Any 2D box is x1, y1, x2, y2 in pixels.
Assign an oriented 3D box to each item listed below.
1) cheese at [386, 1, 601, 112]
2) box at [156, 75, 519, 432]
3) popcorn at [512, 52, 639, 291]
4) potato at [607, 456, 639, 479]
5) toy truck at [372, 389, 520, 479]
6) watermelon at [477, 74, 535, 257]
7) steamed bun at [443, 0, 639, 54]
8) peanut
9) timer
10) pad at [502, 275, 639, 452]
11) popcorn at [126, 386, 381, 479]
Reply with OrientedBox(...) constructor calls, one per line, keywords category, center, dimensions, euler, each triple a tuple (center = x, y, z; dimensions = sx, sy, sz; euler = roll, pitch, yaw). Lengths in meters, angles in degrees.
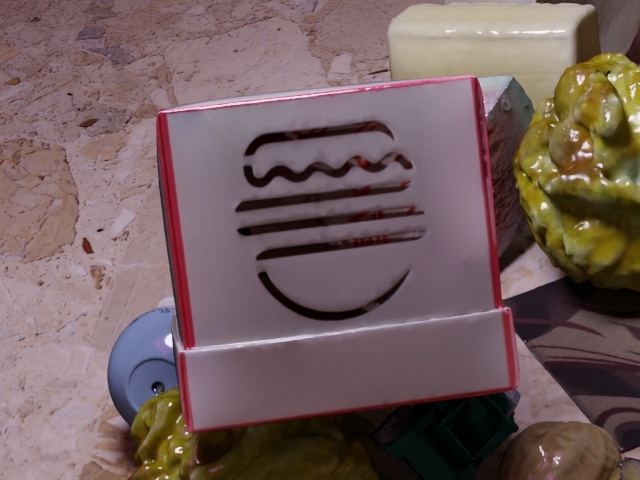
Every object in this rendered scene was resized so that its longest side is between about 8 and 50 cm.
OrientedBox(category="cheese", center=(0.240, -0.196, 2.153), dimensions=(0.266, 0.242, 0.124), euler=(4, 36, 25))
OrientedBox(category="box", center=(0.000, 0.000, 1.573), dimensions=(0.314, 0.300, 0.312), euler=(-7, 5, -5))
OrientedBox(category="popcorn", center=(0.361, -0.073, 1.894), dimensions=(0.247, 0.282, 0.282), euler=(23, 32, -10))
OrientedBox(category="potato", center=(0.319, 0.293, 1.485), dimensions=(0.164, 0.081, 0.200), euler=(27, 19, -19))
OrientedBox(category="toy truck", center=(0.144, 0.186, 1.640), dimensions=(0.116, 0.110, 0.216), euler=(-41, -1, 20))
OrientedBox(category="watermelon", center=(0.159, -0.069, 1.981), dimensions=(0.262, 0.213, 0.201), euler=(-23, 37, 16))
OrientedBox(category="steamed bun", center=(0.319, -0.365, 2.316), dimensions=(0.324, 0.324, 0.206), euler=(-31, 46, -25))
OrientedBox(category="peanut", center=(0.210, 0.262, 1.559), dimensions=(0.124, 0.123, 0.257), euler=(9, 36, 32))
OrientedBox(category="timer", center=(-0.157, 0.127, 1.880), dimensions=(0.175, 0.175, 0.255), euler=(-5, 32, 14))
OrientedBox(category="pad", center=(0.362, 0.115, 1.841), dimensions=(0.220, 0.004, 0.330), euler=(-20, 32, -10))
OrientedBox(category="popcorn", center=(-0.082, 0.259, 1.633), dimensions=(0.286, 0.173, 0.225), euler=(3, 42, 25))
